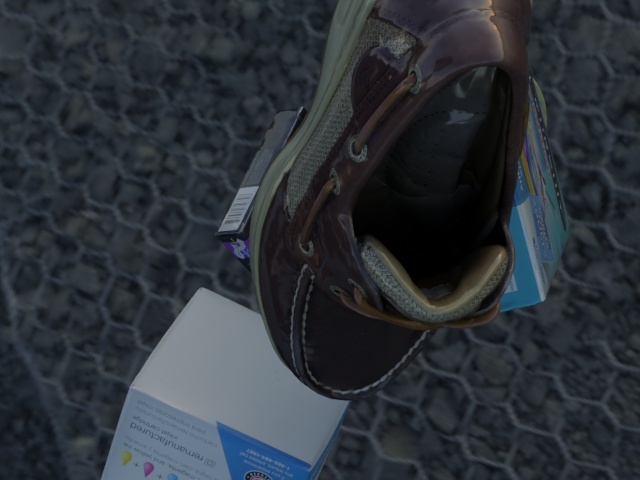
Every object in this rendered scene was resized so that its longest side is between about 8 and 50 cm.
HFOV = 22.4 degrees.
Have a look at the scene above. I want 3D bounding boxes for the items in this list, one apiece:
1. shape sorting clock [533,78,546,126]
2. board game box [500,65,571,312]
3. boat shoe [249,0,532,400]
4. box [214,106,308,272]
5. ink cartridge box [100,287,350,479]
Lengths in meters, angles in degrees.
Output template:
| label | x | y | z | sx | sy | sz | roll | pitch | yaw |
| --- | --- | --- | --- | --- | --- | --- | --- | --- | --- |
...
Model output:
| label | x | y | z | sx | sy | sz | roll | pitch | yaw |
| --- | --- | --- | --- | --- | --- | --- | --- | --- | --- |
| shape sorting clock | 0.171 | -0.142 | 1.961 | 0.206 | 0.206 | 0.040 | -35 | 29 | 16 |
| board game box | 0.125 | -0.095 | 1.290 | 0.079 | 0.336 | 0.254 | -13 | 96 | 14 |
| boat shoe | 0.041 | -0.005 | 0.853 | 0.342 | 0.123 | 0.123 | 110 | 156 | -46 |
| box | 0.000 | 0.000 | 1.169 | 0.029 | 0.162 | 0.116 | -5 | 48 | 41 |
| ink cartridge box | -0.092 | 0.203 | 1.440 | 0.171 | 0.168 | 0.233 | 24 | 124 | 5 |
